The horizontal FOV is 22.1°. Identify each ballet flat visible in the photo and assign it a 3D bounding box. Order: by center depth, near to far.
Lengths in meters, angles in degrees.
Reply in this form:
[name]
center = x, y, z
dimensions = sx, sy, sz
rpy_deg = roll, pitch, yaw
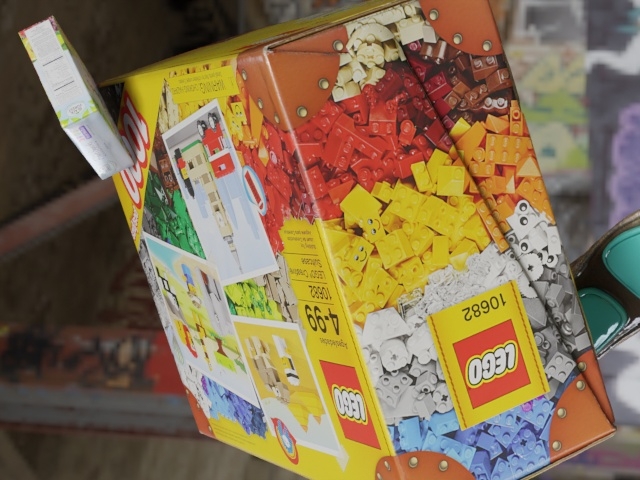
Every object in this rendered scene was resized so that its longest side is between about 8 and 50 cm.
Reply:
[ballet flat]
center = 0.280, 0.019, 1.439
dimensions = 0.316, 0.107, 0.106
rpy_deg = -36, 14, 50

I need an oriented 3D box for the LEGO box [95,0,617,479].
[LEGO box]
center = 0.000, 0.000, 1.420
dimensions = 0.500, 0.193, 0.372
rpy_deg = 3, 113, 67

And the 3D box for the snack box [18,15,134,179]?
[snack box]
center = -0.213, -0.123, 1.440
dimensions = 0.141, 0.037, 0.100
rpy_deg = 67, 177, -73
